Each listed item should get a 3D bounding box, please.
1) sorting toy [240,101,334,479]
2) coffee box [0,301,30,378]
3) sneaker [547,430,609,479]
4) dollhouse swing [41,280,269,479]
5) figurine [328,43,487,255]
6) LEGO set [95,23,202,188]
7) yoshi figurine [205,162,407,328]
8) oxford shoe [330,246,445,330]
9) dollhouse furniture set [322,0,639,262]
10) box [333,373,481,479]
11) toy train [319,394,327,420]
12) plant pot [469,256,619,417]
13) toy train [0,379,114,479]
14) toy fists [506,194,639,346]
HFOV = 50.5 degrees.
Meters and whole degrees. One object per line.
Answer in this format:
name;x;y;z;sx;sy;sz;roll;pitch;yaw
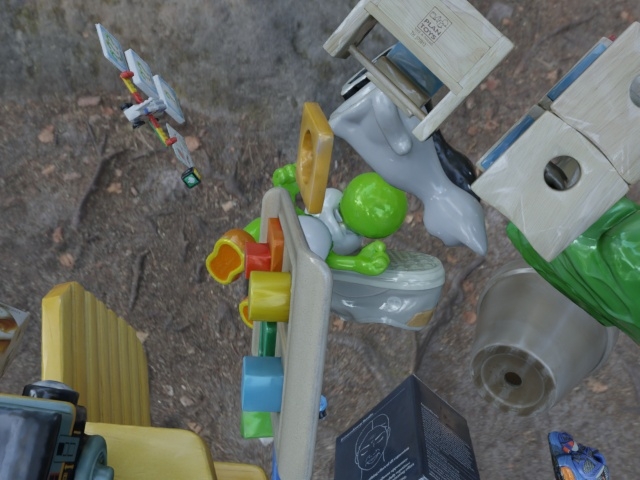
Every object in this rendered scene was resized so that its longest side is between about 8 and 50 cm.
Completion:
sorting toy;-0.041;0.064;0.542;0.047;0.196;0.348;2;108;-13
coffee box;-0.507;0.171;0.894;0.141;0.246;0.098;25;114;-12
sneaker;0.456;0.395;1.199;0.087;0.221;0.083;-9;92;13
dollhouse swing;-0.191;0.237;0.901;0.315;0.347;0.305;1;64;10
figurine;0.114;-0.094;0.742;0.092;0.215;0.209;-35;106;22
LEGO set;-0.227;-0.193;0.974;0.060;0.182;0.244;-31;57;11
yoshi figurine;0.011;-0.017;1.068;0.203;0.204;0.362;21;36;29
oxford shoe;0.020;0.075;1.240;0.169;0.449;0.130;-23;115;-47
dollhouse furniture set;0.123;-0.108;0.434;0.183;0.129;0.129;44;109;1
box;0.199;0.568;1.610;0.212;0.395;0.293;41;109;-12
toy train;-0.059;0.394;1.750;0.105;0.080;0.184;-30;84;-12
plant pot;0.475;0.235;1.520;0.323;0.323;0.280;39;41;9
toy train;-0.278;0.279;0.563;0.142;0.190;0.334;10;71;-1
toy fists;0.254;0.012;0.616;0.142;0.279;0.096;39;98;1
